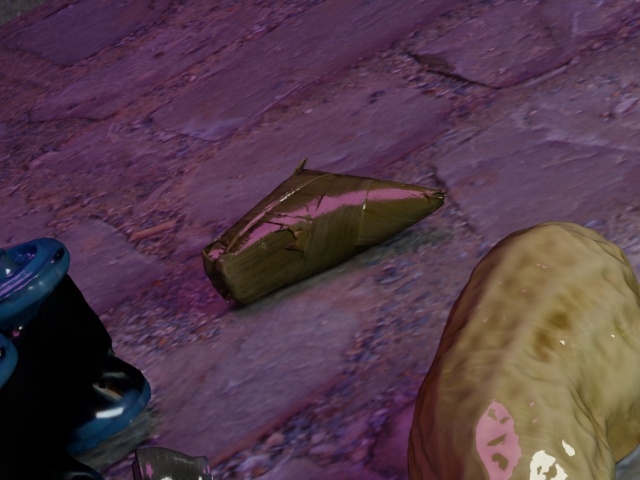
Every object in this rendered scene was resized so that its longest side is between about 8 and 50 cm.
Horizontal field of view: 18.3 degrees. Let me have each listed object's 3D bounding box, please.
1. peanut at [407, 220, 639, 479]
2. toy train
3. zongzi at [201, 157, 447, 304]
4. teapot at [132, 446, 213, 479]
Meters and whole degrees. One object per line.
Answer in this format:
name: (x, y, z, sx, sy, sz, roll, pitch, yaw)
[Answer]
peanut: (0.136, 0.109, 1.249, 0.153, 0.140, 0.325, 20, 37, -3)
toy train: (-0.293, 0.147, 1.541, 0.265, 0.188, 0.300, -20, 25, 22)
zongzi: (0.000, 0.000, 1.708, 0.176, 0.078, 0.160, 9, 44, 48)
teapot: (-0.102, 0.186, 1.421, 0.057, 0.066, 0.088, -9, 43, -8)
